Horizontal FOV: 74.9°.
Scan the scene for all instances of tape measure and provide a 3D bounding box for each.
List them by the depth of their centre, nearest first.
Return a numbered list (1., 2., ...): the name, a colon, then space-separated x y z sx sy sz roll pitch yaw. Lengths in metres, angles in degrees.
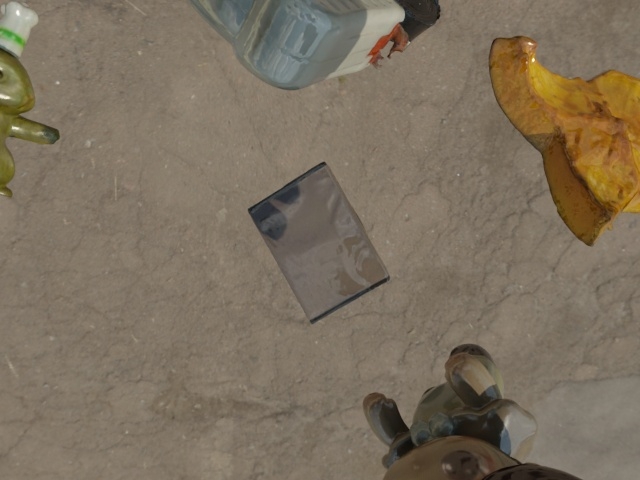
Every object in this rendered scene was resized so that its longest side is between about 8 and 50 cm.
1. tape measure: -0.035 -0.312 0.545 0.265 0.258 0.130 45 133 2

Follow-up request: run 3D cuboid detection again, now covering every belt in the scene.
1. belt: 0.117 -0.435 0.722 0.199 0.151 0.078 36 146 -25

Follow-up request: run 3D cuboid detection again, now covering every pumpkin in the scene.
1. pumpkin: 0.379 -0.146 0.562 0.259 0.095 0.289 -14 74 -18

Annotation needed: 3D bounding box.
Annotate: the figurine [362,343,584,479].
1. figurine: 0.120 0.234 0.343 0.248 0.380 0.203 -36 96 22

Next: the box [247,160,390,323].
1. box: 0.000 0.000 0.848 0.189 0.153 0.252 -31 93 8

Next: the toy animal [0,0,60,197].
1. toy animal: -0.576 -0.243 0.723 0.181 0.181 0.362 30 93 -6
